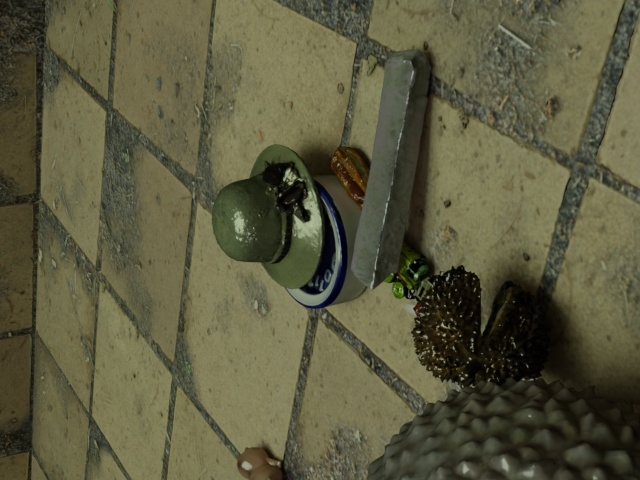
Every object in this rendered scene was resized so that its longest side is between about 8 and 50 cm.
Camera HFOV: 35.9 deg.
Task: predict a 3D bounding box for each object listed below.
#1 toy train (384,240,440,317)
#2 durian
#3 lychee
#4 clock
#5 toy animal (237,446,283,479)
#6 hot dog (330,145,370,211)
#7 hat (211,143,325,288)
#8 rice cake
[{"bbox_3d":[0.153,0.069,1.529,0.250,0.053,0.085,50,130,39],"label":"toy train"},{"bbox_3d":[0.212,0.129,1.315,0.196,0.196,0.167,32,134,50],"label":"durian"},{"bbox_3d":[0.230,0.345,1.129,0.432,0.380,0.380,-36,67,43],"label":"lychee"},{"bbox_3d":[0.000,0.000,1.724,0.230,0.083,0.231,23,119,51],"label":"clock"},{"bbox_3d":[-0.129,0.483,2.035,0.150,0.089,0.084,-133,41,-53],"label":"toy animal"},{"bbox_3d":[0.065,-0.100,1.637,0.144,0.038,0.062,56,137,30],"label":"hot dog"},{"bbox_3d":[-0.113,-0.032,1.700,0.257,0.130,0.257,20,114,53],"label":"hat"},{"bbox_3d":[0.110,-0.107,1.504,0.072,0.056,0.365,18,103,48],"label":"rice cake"}]
